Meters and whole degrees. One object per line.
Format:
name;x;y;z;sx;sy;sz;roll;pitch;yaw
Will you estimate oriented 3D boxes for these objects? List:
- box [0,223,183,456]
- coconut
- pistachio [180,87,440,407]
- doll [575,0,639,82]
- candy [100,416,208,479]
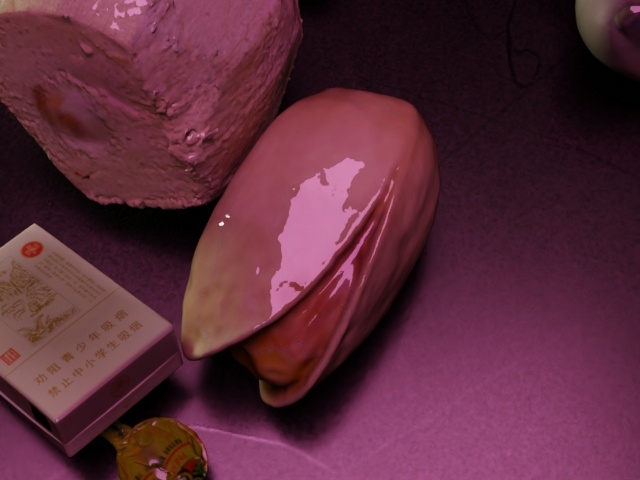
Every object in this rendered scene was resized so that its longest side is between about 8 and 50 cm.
box;-0.239;0.084;1.223;0.201;0.058;0.141;32;58;30
coconut;-0.161;-0.197;1.266;0.297;0.297;0.254;24;53;12
pistachio;0.000;0.000;1.226;0.187;0.187;0.299;24;73;12
doll;0.342;-0.316;1.352;0.215;0.226;0.370;-26;67;27
candy;-0.211;0.154;1.233;0.262;0.073;0.077;30;51;22
